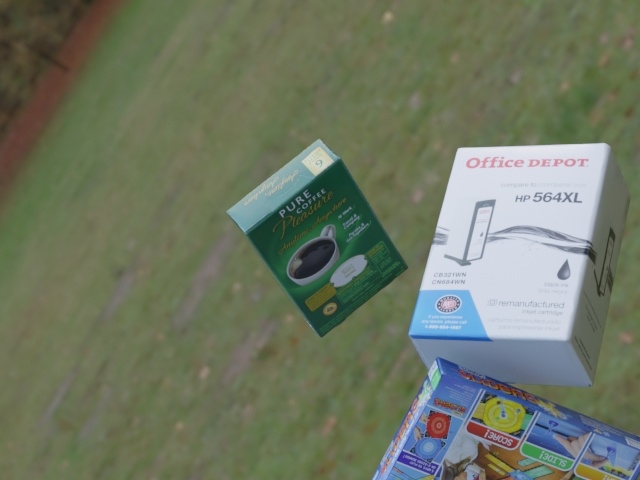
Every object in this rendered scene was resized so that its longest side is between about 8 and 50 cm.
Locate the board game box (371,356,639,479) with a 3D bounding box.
[{"bbox_3d":[0.161,0.196,1.554,0.136,0.201,0.035,-63,14,18],"label":"board game box"}]

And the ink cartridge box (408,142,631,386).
[{"bbox_3d":[0.176,0.019,1.583,0.148,0.086,0.203,0,56,26],"label":"ink cartridge box"}]

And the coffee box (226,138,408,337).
[{"bbox_3d":[0.000,0.000,1.682,0.113,0.184,0.040,-39,48,-3],"label":"coffee box"}]
